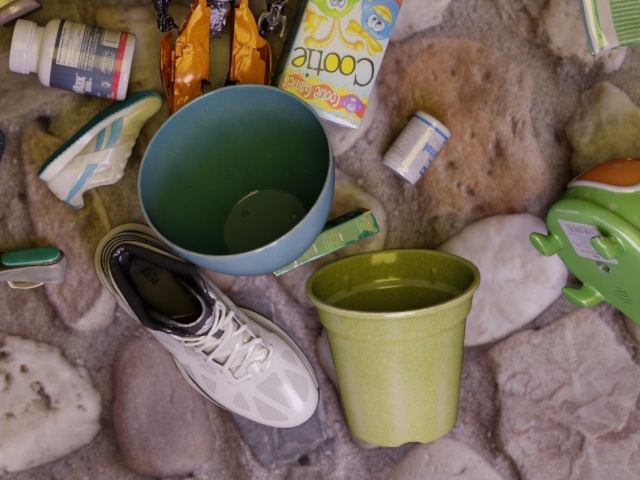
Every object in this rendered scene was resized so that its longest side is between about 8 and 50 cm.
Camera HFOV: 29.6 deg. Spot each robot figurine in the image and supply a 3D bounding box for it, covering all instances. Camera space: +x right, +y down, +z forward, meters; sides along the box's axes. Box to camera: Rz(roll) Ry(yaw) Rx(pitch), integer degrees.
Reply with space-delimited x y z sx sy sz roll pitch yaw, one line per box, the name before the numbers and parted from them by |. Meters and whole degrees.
robot figurine | -0.160 -0.313 1.863 0.211 0.085 0.291 0 106 -16

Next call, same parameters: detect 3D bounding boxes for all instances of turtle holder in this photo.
turtle holder | 0.527 0.007 1.965 0.320 0.243 0.227 42 72 -2

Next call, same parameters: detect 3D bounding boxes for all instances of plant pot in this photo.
plant pot | 0.124 0.178 1.929 0.276 0.276 0.254 -8 109 -7
plant pot | -0.105 -0.062 1.822 0.290 0.195 0.290 -6 62 11

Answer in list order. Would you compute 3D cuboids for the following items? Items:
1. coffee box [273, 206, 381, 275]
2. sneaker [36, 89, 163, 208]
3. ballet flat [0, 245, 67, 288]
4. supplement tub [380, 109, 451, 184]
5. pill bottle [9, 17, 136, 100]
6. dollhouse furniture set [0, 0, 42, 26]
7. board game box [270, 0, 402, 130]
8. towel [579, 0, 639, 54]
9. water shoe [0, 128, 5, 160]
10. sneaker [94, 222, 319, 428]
coffee box | 0.000 0.000 1.949 0.184 0.113 0.040 -23 96 -4
sneaker | -0.332 -0.148 1.902 0.229 0.087 0.092 -39 109 3
ballet flat | -0.507 0.047 1.904 0.213 0.072 0.068 0 127 -6
supplement tub | 0.156 -0.152 1.975 0.071 0.071 0.107 35 91 -11
pill bottle | -0.380 -0.283 1.862 0.180 0.108 0.108 10 95 -9
dollhouse furniture set | -0.661 -0.417 1.730 0.394 0.256 0.362 -29 100 -4
board game box | 0.029 -0.325 1.899 0.142 0.144 0.275 19 94 -10
towel | 0.580 -0.462 2.020 0.325 0.038 0.248 -16 98 -6
water shoe | -0.559 -0.094 1.887 0.080 0.073 0.203 25 93 16
sneaker | -0.172 0.160 1.866 0.447 0.257 0.169 42 89 -11
